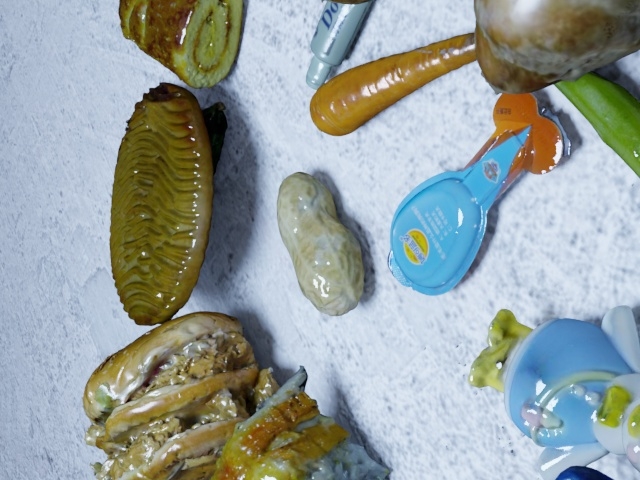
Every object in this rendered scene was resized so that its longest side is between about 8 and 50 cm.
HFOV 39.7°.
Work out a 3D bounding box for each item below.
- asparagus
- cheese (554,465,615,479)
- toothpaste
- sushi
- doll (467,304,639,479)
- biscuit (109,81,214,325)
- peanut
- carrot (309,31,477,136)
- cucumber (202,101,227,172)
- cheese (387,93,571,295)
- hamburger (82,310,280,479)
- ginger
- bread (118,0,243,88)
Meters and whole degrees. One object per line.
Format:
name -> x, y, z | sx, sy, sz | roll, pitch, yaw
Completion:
asparagus -> 0.221, -0.111, 0.700 | 0.178, 0.041, 0.045 | 56, 180, 30
cheese -> 0.172, 0.296, 0.728 | 0.217, 0.129, 0.329 | 35, 137, 13
toothpaste -> 0.039, -0.268, 0.910 | 0.067, 0.037, 0.255 | 51, 129, 34
sushi -> -0.031, 0.295, 0.984 | 0.139, 0.184, 0.274 | 30, 115, 40
doll -> 0.228, 0.129, 0.689 | 0.241, 0.135, 0.098 | 23, 146, 50
biscuit -> -0.217, -0.047, 1.151 | 0.318, 0.040, 0.317 | -12, 76, 59
peanut -> 0.000, 0.000, 0.975 | 0.080, 0.080, 0.174 | -47, 58, 45
carrot -> 0.072, -0.159, 0.870 | 0.257, 0.061, 0.061 | -20, 80, 49
cucumber -> -0.186, -0.063, 1.204 | 0.067, 0.068, 0.293 | 54, 133, 31
cheese -> 0.135, -0.036, 0.827 | 0.256, 0.037, 0.106 | -52, 58, 41
hamburger -> -0.177, 0.216, 1.119 | 0.260, 0.245, 0.211 | 105, 142, -70
ginger -> 0.146, -0.241, 0.668 | 0.375, 0.176, 0.256 | 39, 116, 29
bread -> -0.182, -0.284, 1.131 | 0.172, 0.103, 0.132 | 38, 128, 39
